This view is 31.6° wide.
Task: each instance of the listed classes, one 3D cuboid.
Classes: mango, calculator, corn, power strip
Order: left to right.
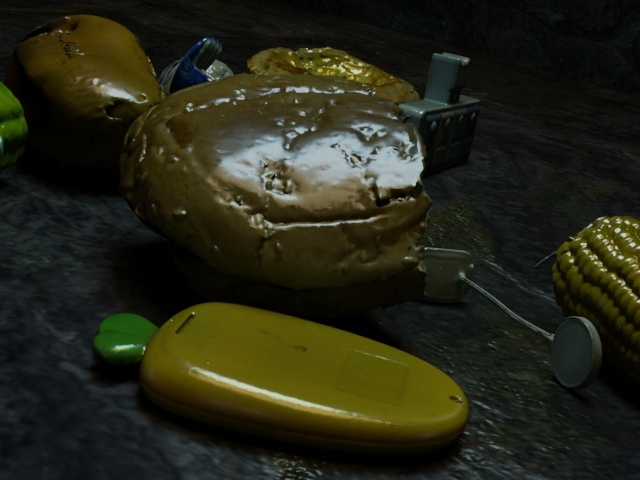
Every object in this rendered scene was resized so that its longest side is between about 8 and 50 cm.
[{"bbox_3d":[-0.228,-0.145,1.127,0.151,0.156,0.248,43,-6,-33],"label":"mango"},{"bbox_3d":[-0.026,0.079,0.689,0.234,0.032,0.146,14,16,5],"label":"calculator"},{"bbox_3d":[0.144,-0.162,1.417,0.061,0.145,0.215,18,17,22],"label":"power strip"},{"bbox_3d":[0.255,0.066,0.783,0.106,0.106,0.305,5,19,-17],"label":"corn"}]

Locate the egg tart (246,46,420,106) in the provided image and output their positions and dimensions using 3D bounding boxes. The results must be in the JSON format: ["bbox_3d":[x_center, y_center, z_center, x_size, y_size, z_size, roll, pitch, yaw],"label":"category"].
[{"bbox_3d":[0.013,-0.190,1.506,0.241,0.106,0.241,11,18,-4],"label":"egg tart"}]

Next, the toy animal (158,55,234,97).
[{"bbox_3d":[-0.168,-0.182,1.403,0.137,0.098,0.098,-13,19,-3],"label":"toy animal"}]

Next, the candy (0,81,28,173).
[{"bbox_3d":[-0.334,-0.083,0.947,0.096,0.097,0.209,15,20,17],"label":"candy"}]

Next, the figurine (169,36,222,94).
[{"bbox_3d":[-0.040,-0.082,1.087,0.262,0.164,0.121,24,64,26],"label":"figurine"}]

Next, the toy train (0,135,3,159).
[{"bbox_3d":[-0.313,-0.043,0.797,0.176,0.118,0.074,2,23,-40],"label":"toy train"}]

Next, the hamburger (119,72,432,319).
[{"bbox_3d":[-0.048,-0.043,0.867,0.211,0.132,0.309,-5,26,-13],"label":"hamburger"}]

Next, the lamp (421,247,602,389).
[{"bbox_3d":[0.134,0.055,0.844,0.056,0.050,0.198,6,15,-27],"label":"lamp"}]
